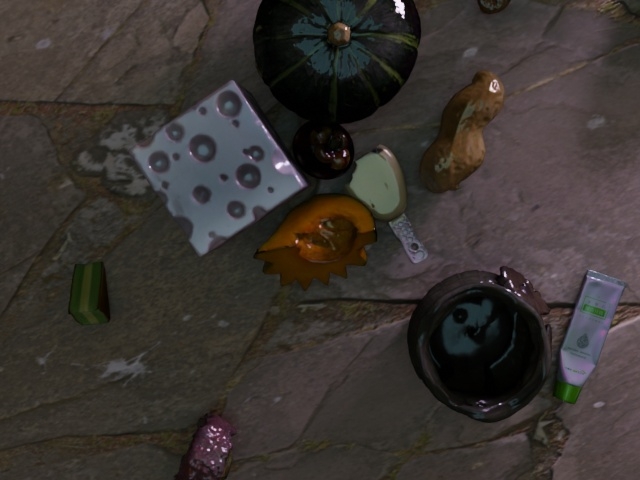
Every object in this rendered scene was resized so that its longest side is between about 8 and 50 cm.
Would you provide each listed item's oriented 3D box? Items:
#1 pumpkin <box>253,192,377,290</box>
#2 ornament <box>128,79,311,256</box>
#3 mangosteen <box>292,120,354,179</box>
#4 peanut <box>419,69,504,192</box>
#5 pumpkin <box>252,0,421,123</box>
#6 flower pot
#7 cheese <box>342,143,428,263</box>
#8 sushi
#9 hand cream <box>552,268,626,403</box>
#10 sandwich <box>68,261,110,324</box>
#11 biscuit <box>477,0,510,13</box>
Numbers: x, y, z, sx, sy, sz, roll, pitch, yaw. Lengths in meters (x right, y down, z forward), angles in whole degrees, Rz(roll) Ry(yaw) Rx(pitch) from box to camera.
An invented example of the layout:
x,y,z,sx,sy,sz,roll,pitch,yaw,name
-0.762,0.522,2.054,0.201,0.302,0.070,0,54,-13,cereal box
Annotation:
x,y,z,sx,sy,sz,roll,pitch,yaw,name
0.000,0.000,1.588,0.254,0.149,0.130,-14,134,10,pumpkin
-0.186,-0.139,1.498,0.240,0.239,0.240,-33,93,6,ornament
0.010,-0.185,1.533,0.140,0.140,0.140,0,96,3,mangosteen
0.284,-0.215,1.534,0.117,0.101,0.263,20,95,-24,peanut
0.029,-0.382,1.457,0.323,0.241,0.323,0,91,0,pumpkin
0.327,0.198,1.516,0.302,0.213,0.301,0,96,4,flower pot
0.142,-0.065,1.581,0.127,0.050,0.255,-29,93,6,cheese
-0.251,0.489,1.608,0.107,0.161,0.241,25,96,-1,sushi
0.553,0.203,1.593,0.079,0.050,0.275,17,93,-26,hand cream
-0.497,0.115,1.662,0.074,0.074,0.116,-4,64,5,sandwich
0.321,-0.614,1.513,0.197,0.049,0.301,-35,93,2,biscuit
